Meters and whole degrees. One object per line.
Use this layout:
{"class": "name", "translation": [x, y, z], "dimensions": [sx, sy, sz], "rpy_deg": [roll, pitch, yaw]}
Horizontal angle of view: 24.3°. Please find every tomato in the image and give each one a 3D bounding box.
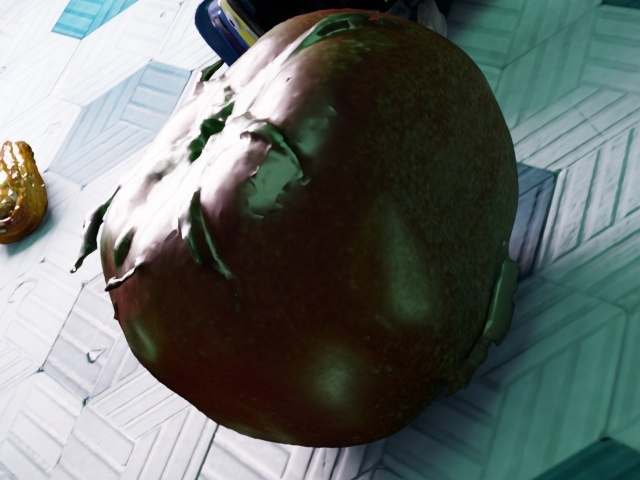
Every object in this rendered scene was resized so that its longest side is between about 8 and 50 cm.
{"class": "tomato", "translation": [0.000, 0.000, 1.016], "dimensions": [0.303, 0.239, 0.303], "rpy_deg": [-38, 25, 22]}

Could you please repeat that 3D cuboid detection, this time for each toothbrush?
{"class": "toothbrush", "translation": [0.096, -0.117, 1.259], "dimensions": [0.025, 0.030, 0.307], "rpy_deg": [-18, 37, 17]}

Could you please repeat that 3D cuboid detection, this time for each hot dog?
{"class": "hot dog", "translation": [-0.334, -0.055, 1.577], "dimensions": [0.099, 0.065, 0.147], "rpy_deg": [-44, 33, 9]}

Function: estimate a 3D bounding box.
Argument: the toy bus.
{"class": "toy bus", "translation": [0.035, -0.260, 1.357], "dimensions": [0.288, 0.138, 0.175], "rpy_deg": [-47, 11, -13]}
